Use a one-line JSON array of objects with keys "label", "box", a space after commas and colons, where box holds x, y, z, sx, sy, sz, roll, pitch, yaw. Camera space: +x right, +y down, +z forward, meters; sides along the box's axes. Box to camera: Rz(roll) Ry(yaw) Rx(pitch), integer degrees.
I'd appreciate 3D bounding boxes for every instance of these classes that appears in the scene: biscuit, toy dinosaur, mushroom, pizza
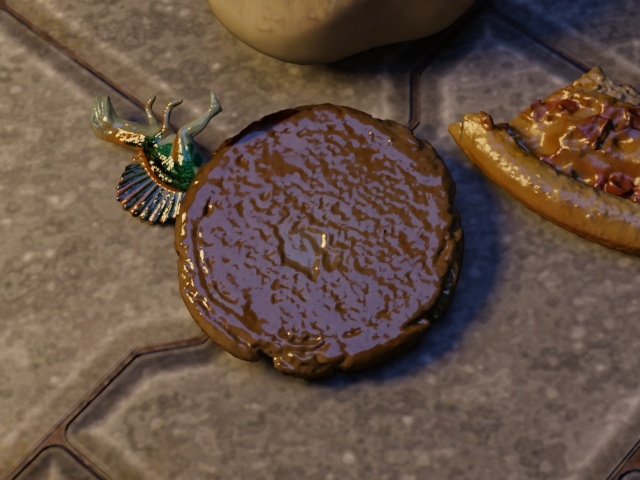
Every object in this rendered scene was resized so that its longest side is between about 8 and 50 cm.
[{"label": "biscuit", "box": [0.000, 0.000, 1.253, 0.226, 0.042, 0.226, 1, 69, -2]}, {"label": "toy dinosaur", "box": [-0.109, -0.050, 1.311, 0.106, 0.044, 0.187, -26, 78, -3]}, {"label": "mushroom", "box": [0.017, -0.269, 1.312, 0.254, 0.234, 0.260, 27, 66, 24]}, {"label": "pizza", "box": [0.232, -0.056, 1.268, 0.271, 0.056, 0.134, 28, 74, 19]}]
